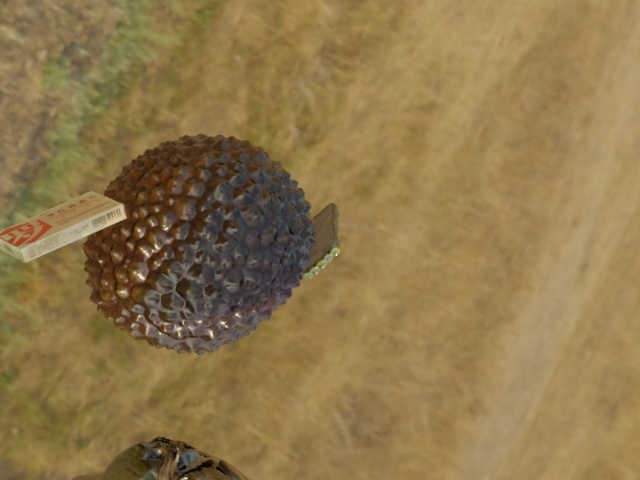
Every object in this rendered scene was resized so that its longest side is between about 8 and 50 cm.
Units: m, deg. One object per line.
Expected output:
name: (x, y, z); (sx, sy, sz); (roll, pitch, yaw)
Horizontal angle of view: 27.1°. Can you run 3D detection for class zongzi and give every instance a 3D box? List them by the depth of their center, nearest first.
zongzi: (-0.156, 0.209, 1.040); (0.145, 0.300, 0.274); (-53, 145, -18)

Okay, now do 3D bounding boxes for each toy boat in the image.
toy boat: (0.000, 0.000, 1.656); (0.063, 0.016, 0.115); (-42, -158, 22)

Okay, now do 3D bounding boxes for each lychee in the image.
lychee: (-0.141, 0.013, 1.534); (0.267, 0.267, 0.267); (-49, 155, -32)

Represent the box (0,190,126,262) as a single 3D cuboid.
box: (-0.208, -0.012, 1.056); (0.093, 0.058, 0.015); (-27, 116, -29)
